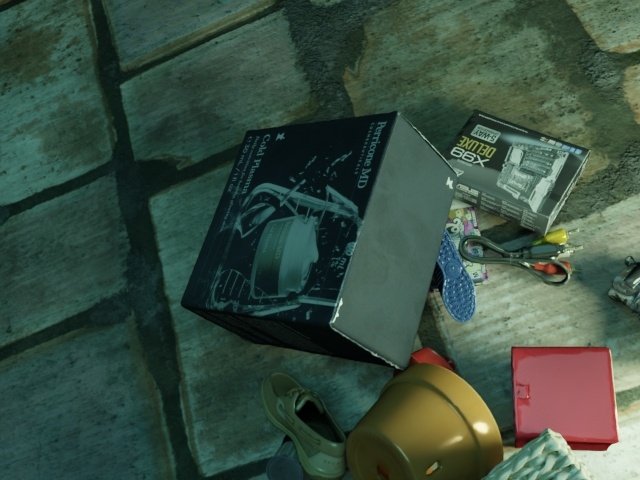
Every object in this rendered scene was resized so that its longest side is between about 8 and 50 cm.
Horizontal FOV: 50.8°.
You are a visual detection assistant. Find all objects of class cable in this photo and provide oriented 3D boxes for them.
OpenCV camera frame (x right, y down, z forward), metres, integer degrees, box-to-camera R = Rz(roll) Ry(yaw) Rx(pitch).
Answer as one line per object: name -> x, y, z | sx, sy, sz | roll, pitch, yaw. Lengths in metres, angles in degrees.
cable -> 0.474, 0.045, 1.596 | 0.287, 0.072, 0.140 | -4, 81, 14

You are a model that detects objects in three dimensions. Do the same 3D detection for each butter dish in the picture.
butter dish -> 0.256, 0.306, 1.521 | 0.118, 0.160, 0.160 | -33, 61, -25

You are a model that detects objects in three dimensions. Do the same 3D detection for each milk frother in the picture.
milk frother -> -0.030, 0.506, 1.509 | 0.143, 0.135, 0.129 | -12, 96, 14

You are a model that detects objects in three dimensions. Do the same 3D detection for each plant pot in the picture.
plant pot -> 0.189, 0.420, 1.361 | 0.203, 0.291, 0.291 | -21, 55, -38

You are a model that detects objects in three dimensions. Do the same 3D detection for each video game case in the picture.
video game case -> 0.294, 0.013, 1.676 | 0.210, 0.042, 0.232 | -10, 66, 12

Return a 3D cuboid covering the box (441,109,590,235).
box -> 0.461, -0.173, 1.655 | 0.307, 0.077, 0.242 | 27, 61, 24

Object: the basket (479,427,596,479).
basket -> 0.357, 0.521, 1.130 | 0.331, 0.328, 0.266 | -41, 63, 6

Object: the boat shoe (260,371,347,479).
boat shoe -> -0.031, 0.385, 1.513 | 0.341, 0.121, 0.110 | 41, 125, 51

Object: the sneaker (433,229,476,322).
sneaker -> 0.305, 0.076, 1.586 | 0.081, 0.090, 0.232 | -17, 88, 7

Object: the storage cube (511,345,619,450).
storage cube -> 0.499, 0.329, 1.403 | 0.193, 0.184, 0.215 | -2, 67, 15

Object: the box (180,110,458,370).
box -> 0.000, 0.000, 1.543 | 0.471, 0.297, 0.480 | 2, 66, 41

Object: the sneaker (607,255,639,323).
sneaker -> 0.699, 0.158, 1.468 | 0.153, 0.101, 0.269 | 15, 67, 22
